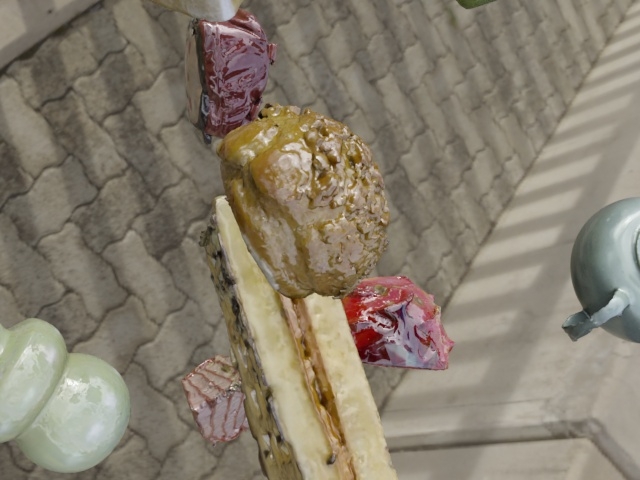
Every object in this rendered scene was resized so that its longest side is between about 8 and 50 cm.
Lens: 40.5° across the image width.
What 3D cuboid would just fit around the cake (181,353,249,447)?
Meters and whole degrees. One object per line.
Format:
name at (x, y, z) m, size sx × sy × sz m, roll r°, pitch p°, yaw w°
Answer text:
cake at (-0.146, 0.242, 1.297) m, size 0.098 × 0.287 × 0.135 m, roll -21°, pitch 87°, yaw -12°

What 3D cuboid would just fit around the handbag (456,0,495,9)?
handbag at (0.238, -0.491, 1.182) m, size 0.241 × 0.222 × 0.263 m, roll 62°, pitch 21°, yaw -54°

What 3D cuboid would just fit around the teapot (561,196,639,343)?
teapot at (0.424, 0.036, 1.120) m, size 0.294 × 0.129 × 0.193 m, roll -36°, pitch 84°, yaw -20°

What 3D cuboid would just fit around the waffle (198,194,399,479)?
waffle at (-0.032, 0.138, 0.956) m, size 0.114 × 0.261 × 0.376 m, roll -16°, pitch 81°, yaw -11°

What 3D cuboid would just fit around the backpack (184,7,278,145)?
backpack at (-0.145, -0.268, 1.369) m, size 0.138 × 0.229 × 0.229 m, roll 0°, pitch 75°, yaw -9°

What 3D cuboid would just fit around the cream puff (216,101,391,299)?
cream puff at (-0.008, -0.034, 0.667) m, size 0.165 × 0.115 × 0.150 m, roll 61°, pitch 2°, yaw 15°

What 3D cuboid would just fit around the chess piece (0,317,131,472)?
chess piece at (-0.278, 0.111, 0.734) m, size 0.251 × 0.144 × 0.144 m, roll 37°, pitch 55°, yaw -23°

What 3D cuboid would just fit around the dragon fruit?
dragon fruit at (0.108, 0.129, 1.428) m, size 0.274 × 0.126 × 0.161 m, roll 7°, pitch 80°, yaw -11°

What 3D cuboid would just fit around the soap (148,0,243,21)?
soap at (-0.084, -0.225, 0.370) m, size 0.073 × 0.140 × 0.232 m, roll -40°, pitch 141°, yaw -32°
